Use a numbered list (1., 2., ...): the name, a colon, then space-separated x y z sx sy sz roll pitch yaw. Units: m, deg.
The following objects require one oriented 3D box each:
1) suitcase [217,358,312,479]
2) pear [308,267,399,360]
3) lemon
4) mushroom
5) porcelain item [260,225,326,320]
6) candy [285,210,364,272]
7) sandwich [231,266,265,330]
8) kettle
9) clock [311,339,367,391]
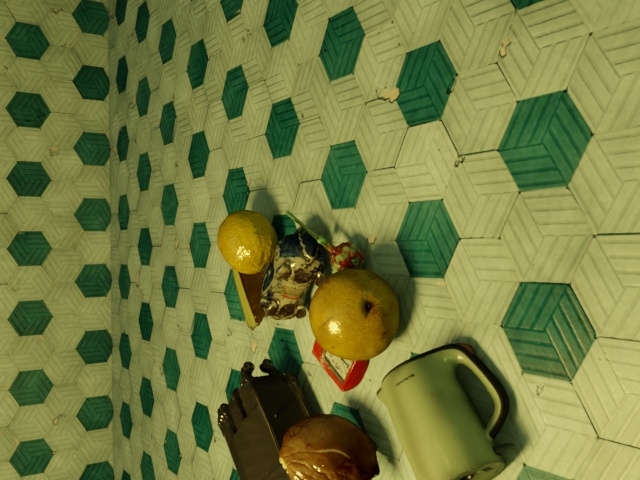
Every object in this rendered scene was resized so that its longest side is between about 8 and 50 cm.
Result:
1. suitcase: -0.118 0.567 1.806 0.283 0.194 0.434 -61 43 37
2. pear: 0.080 0.161 1.500 0.208 0.208 0.209 1 91 57
3. lemon: -0.212 0.004 1.960 0.193 0.180 0.181 -93 26 -45
4. mushroom: 0.016 0.566 1.555 0.208 0.232 0.302 28 -112 -85
5. porcelain item: -0.079 0.086 1.820 0.186 0.137 0.288 -100 26 -46
6. candy: -0.001 0.001 1.682 0.287 0.084 0.078 38 162 36
7. sandwich: -0.201 0.154 2.033 0.090 0.088 0.245 -55 50 53
8. kettle: 0.249 0.339 1.301 0.240 0.165 0.255 -37 51 17
9. clock: 0.052 0.285 1.671 0.155 0.061 0.113 49 130 40
